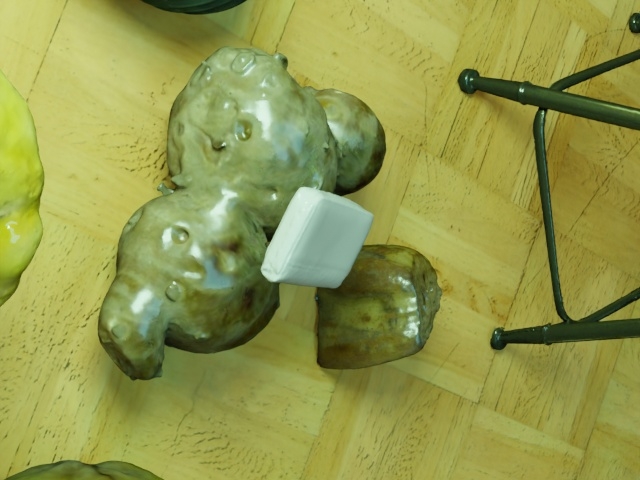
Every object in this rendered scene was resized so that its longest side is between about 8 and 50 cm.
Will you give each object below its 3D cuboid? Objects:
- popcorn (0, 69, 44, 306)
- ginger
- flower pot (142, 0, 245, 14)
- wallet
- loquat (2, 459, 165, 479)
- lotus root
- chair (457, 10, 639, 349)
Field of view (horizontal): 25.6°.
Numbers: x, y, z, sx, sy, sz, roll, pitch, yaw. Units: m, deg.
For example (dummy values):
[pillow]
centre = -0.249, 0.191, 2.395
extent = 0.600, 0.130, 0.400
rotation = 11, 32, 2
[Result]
[popcorn]
centre = -0.352, -0.062, 1.048
extent = 0.281, 0.297, 0.316
rotation = -52, 156, -19
[ginger]
centre = -0.083, -0.022, 1.378
extent = 0.375, 0.176, 0.256
rotation = -59, 145, -17
[flower pot]
centre = -0.128, -0.306, 1.267
extent = 0.243, 0.157, 0.189
rotation = 45, 47, -60
[wallet]
centre = 0.000, 0.000, 1.333
extent = 0.095, 0.033, 0.190
rotation = -63, 161, 7
[loquat]
centre = -0.201, 0.338, 1.258
extent = 0.276, 0.276, 0.283
rotation = -6, 87, -41
[lotus root]
centre = 0.062, 0.061, 1.564
extent = 0.095, 0.135, 0.159
rotation = 48, 53, -35
[chair]
centre = 0.453, -0.055, 1.685
extent = 0.362, 0.410, 0.364
rotation = -22, 113, -37
